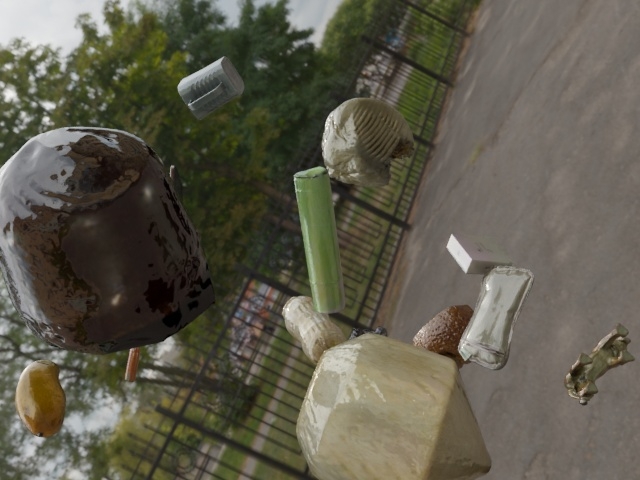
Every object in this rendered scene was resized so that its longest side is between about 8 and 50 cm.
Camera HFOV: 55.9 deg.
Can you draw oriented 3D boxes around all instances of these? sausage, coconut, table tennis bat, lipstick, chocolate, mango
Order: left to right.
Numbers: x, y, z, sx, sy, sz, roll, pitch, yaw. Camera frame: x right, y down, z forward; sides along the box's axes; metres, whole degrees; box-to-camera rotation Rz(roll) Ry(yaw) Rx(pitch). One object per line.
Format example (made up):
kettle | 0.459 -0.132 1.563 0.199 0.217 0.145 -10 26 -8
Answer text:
mango | -0.542 0.302 1.171 0.075 0.098 0.190 -41 42 12
chocolate | -0.395 -0.035 1.084 0.384 0.383 0.332 -70 -19 -59
sausage | -0.526 0.342 1.692 0.031 0.031 0.107 -90 12 -81
table tennis bat | -0.332 -0.073 1.435 0.274 0.021 0.154 101 163 -69
chocolate | -0.019 0.256 1.754 0.134 0.134 0.309 -63 32 8
lipstick | 0.000 0.000 1.249 0.076 0.076 0.305 -74 -22 -69
coconut | 0.126 0.305 0.991 0.329 0.328 0.329 -63 4 8

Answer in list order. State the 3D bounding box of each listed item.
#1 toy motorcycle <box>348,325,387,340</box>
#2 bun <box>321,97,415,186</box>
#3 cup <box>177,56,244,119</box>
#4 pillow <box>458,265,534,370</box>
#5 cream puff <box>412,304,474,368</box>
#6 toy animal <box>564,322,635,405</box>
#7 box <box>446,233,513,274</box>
toy motorcycle | 0.115 0.281 1.530 0.215 0.080 0.123 11 -94 -62
bun | 0.120 -0.284 1.804 0.204 0.281 0.282 -31 28 51
cup | -0.257 -0.349 1.399 0.129 0.095 0.128 -26 28 17
pillow | 0.381 0.163 1.316 0.130 0.038 0.233 11 76 54
cream puff | 0.507 0.402 2.351 0.302 0.212 0.303 -28 -28 -17
toy animal | 0.720 0.328 1.565 0.312 0.097 0.158 -33 -29 -22
box | 0.434 0.040 1.651 0.129 0.129 0.051 -115 33 -55
